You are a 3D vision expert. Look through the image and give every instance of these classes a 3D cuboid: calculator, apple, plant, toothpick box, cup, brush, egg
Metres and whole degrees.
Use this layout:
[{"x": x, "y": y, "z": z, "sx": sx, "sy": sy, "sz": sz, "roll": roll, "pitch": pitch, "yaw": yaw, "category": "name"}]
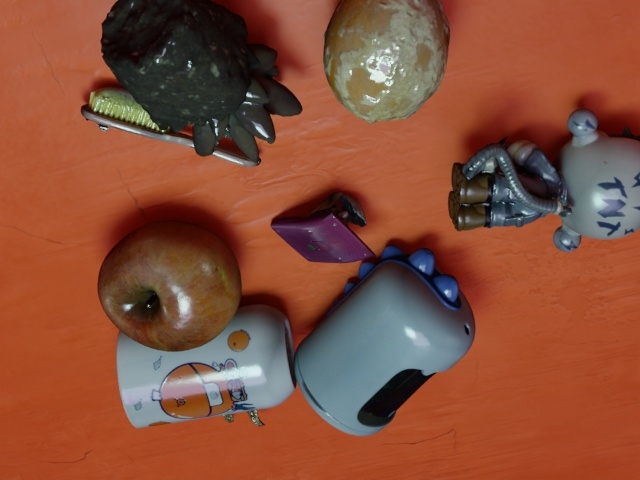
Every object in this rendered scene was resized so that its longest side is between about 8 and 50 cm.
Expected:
[{"x": 0.000, "y": 0.000, "z": 1.706, "sx": 0.126, "sy": 0.034, "sz": 0.190, "roll": 42, "pitch": 152, "yaw": -29, "category": "calculator"}, {"x": -0.266, "y": 0.077, "z": 1.710, "sx": 0.253, "sy": 0.253, "sz": 0.254, "roll": -1, "pitch": 130, "yaw": -1, "category": "apple"}, {"x": -0.172, "y": -0.251, "z": 1.416, "sx": 0.181, "sy": 0.194, "sz": 0.320, "roll": -11, "pitch": 154, "yaw": 24, "category": "plant"}, {"x": 0.130, "y": 0.173, "z": 1.798, "sx": 0.263, "sy": 0.263, "sz": 0.355, "roll": 29, "pitch": 123, "yaw": -23, "category": "toothpick box"}, {"x": -0.213, "y": 0.237, "z": 1.850, "sx": 0.317, "sy": 0.212, "sz": 0.212, "roll": -9, "pitch": 130, "yaw": 3, "category": "cup"}, {"x": -0.240, "y": -0.190, "z": 1.582, "sx": 0.312, "sy": 0.072, "sz": 0.067, "roll": 17, "pitch": 114, "yaw": -16, "category": "brush"}, {"x": 0.099, "y": -0.292, "z": 1.421, "sx": 0.194, "sy": 0.195, "sz": 0.233, "roll": 0, "pitch": 110, "yaw": -1, "category": "egg"}]

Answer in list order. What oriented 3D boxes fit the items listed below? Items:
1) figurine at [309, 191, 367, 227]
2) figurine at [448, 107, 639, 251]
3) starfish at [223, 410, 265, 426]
[{"x": 0.037, "y": -0.042, "z": 1.699, "sx": 0.082, "sy": 0.094, "sz": 0.086, "roll": -40, "pitch": 93, "yaw": -14, "category": "figurine"}, {"x": 0.409, "y": -0.089, "z": 1.610, "sx": 0.381, "sy": 0.186, "sz": 0.261, "roll": -3, "pitch": 136, "yaw": -5, "category": "figurine"}, {"x": -0.197, "y": 0.312, "z": 2.015, "sx": 0.213, "sy": 0.057, "sz": 0.238, "roll": -23, "pitch": 116, "yaw": 24, "category": "starfish"}]
